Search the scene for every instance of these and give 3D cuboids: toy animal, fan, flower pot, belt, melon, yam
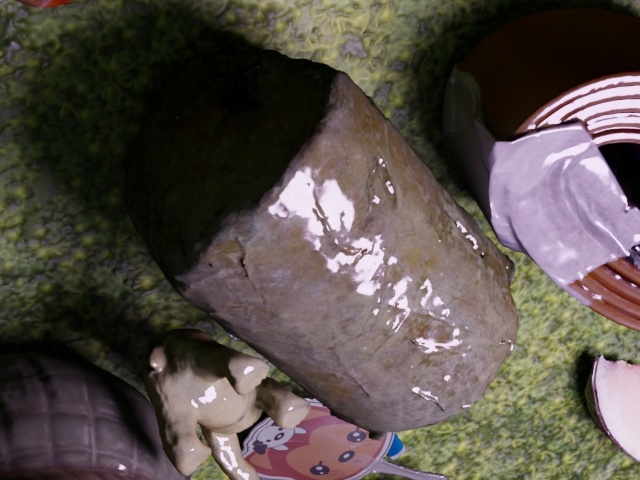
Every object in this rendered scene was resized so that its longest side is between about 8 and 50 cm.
[{"bbox_3d":[-0.079,0.124,1.048,0.103,0.101,0.218,-46,154,-2],"label":"toy animal"},{"bbox_3d":[0.029,0.195,1.218,0.220,0.009,0.132,21,130,-31],"label":"fan"},{"bbox_3d":[-0.231,0.245,1.022,0.302,0.213,0.301,-13,124,-20],"label":"flower pot"},{"bbox_3d":[0.251,-0.053,1.094,0.339,0.122,0.217,29,113,-32],"label":"belt"},{"bbox_3d":[0.314,0.169,1.339,0.182,0.054,0.098,16,107,-33],"label":"melon"},{"bbox_3d":[0.000,0.000,0.992,0.195,0.195,0.300,-41,129,4],"label":"yam"}]

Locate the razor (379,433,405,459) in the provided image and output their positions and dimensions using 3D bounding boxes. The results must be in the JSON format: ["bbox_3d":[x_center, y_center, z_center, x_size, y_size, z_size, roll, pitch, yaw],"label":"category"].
[{"bbox_3d":[0.035,0.142,1.196,0.068,0.037,0.191,-35,129,-3],"label":"razor"}]

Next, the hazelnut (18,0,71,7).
[{"bbox_3d":[-0.175,-0.191,0.857,0.086,0.086,0.086,-12,125,-18],"label":"hazelnut"}]
